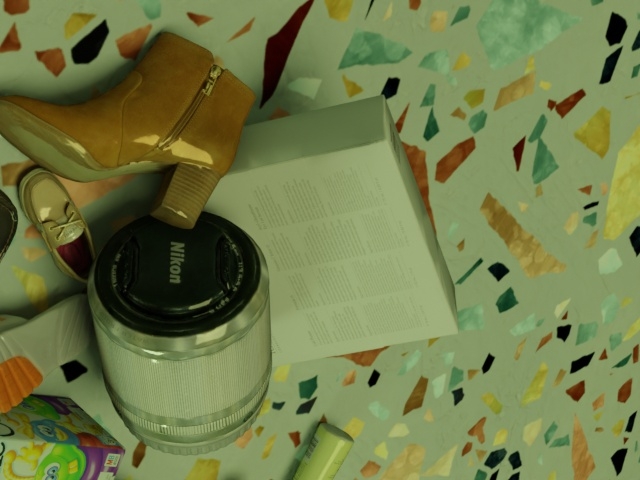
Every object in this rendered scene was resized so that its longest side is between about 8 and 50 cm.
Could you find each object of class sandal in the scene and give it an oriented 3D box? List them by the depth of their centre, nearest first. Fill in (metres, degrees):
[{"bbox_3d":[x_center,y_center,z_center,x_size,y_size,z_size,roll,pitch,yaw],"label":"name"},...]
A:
[{"bbox_3d":[-0.377,0.135,1.891,0.265,0.076,0.102,-32,126,-54],"label":"sandal"}]

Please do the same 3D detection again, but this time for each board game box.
[{"bbox_3d":[-0.405,0.274,1.891,0.275,0.144,0.142,13,104,-47],"label":"board game box"}]

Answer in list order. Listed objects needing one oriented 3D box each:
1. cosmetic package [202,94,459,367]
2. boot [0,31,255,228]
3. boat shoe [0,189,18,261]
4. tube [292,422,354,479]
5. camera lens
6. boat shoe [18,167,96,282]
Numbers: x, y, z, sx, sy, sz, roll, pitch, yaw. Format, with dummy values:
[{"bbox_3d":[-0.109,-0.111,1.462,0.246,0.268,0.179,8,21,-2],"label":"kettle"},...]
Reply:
[{"bbox_3d":[0.000,0.000,2.021,0.284,0.097,0.377,-13,134,11],"label":"cosmetic package"},{"bbox_3d":[-0.231,-0.164,1.828,0.295,0.104,0.211,28,67,-21],"label":"boot"},{"bbox_3d":[-0.451,0.100,1.752,0.355,0.130,0.132,-55,138,-1],"label":"boat shoe"},{"bbox_3d":[-0.028,0.400,2.381,0.070,0.062,0.240,23,98,-43],"label":"tube"},{"bbox_3d":[-0.171,0.114,1.926,0.219,0.219,0.274,-32,147,-24],"label":"camera lens"},{"bbox_3d":[-0.310,-0.016,1.865,0.063,0.059,0.170,-40,136,-18],"label":"boat shoe"}]
